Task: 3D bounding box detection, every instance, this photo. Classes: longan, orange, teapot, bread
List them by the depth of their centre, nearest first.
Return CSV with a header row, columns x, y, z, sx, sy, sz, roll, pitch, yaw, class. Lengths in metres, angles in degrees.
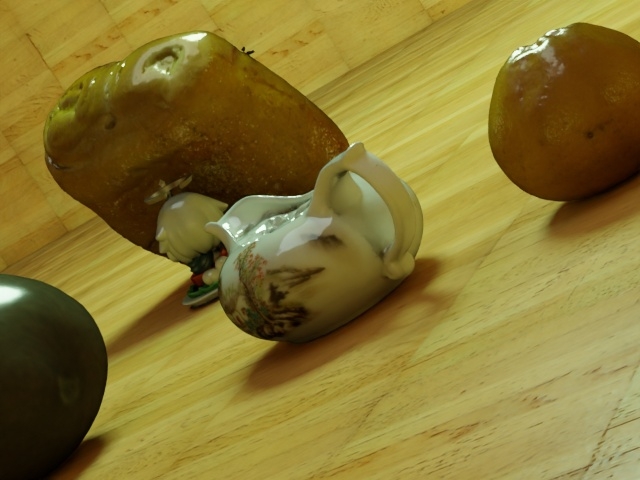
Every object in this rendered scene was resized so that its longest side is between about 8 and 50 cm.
x,y,z,sx,sy,sz,roll,pitch,yaw,class
0.212,-0.109,1.357,0.159,0.136,0.159,-28,9,5,orange
0.000,0.000,1.494,0.204,0.139,0.298,-36,8,-36,teapot
-0.321,0.139,1.603,0.248,0.248,0.248,-32,9,5,longan
-0.159,-0.103,2.114,0.328,0.337,0.148,-20,47,36,bread

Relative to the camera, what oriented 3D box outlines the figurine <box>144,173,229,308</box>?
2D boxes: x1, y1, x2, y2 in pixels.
x,y,z,sx,sy,sz,roll,pitch,yaw,class
-0.150,-0.011,2.017,0.132,0.153,0.132,-32,9,6,figurine
